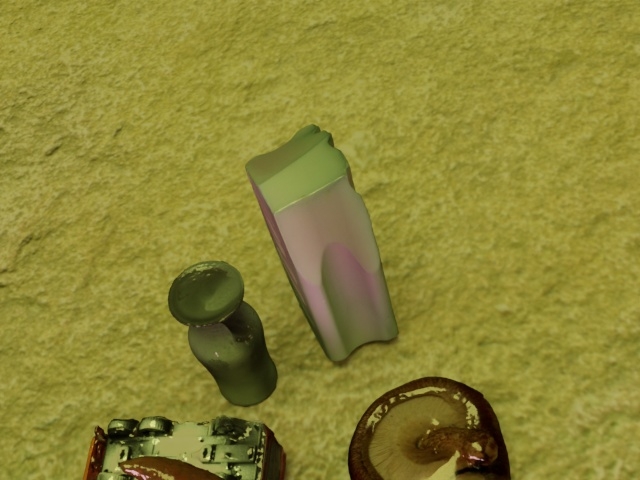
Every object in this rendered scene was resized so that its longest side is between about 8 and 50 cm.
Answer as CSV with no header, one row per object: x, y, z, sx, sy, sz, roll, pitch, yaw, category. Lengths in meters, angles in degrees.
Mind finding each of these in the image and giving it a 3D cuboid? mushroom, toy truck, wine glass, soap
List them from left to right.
-0.185,0.301,1.277,0.270,0.135,0.114,-4,58,16,toy truck
-0.123,0.133,1.310,0.103,0.231,0.103,-7,53,9,wine glass
0.000,0.000,1.300,0.115,0.347,0.208,-26,55,-6,soap
0.140,0.285,1.215,0.194,0.138,0.231,-13,42,21,mushroom

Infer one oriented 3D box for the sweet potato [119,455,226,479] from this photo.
-0.096,0.378,1.141,0.106,0.095,0.355,-34,93,-22,sweet potato
